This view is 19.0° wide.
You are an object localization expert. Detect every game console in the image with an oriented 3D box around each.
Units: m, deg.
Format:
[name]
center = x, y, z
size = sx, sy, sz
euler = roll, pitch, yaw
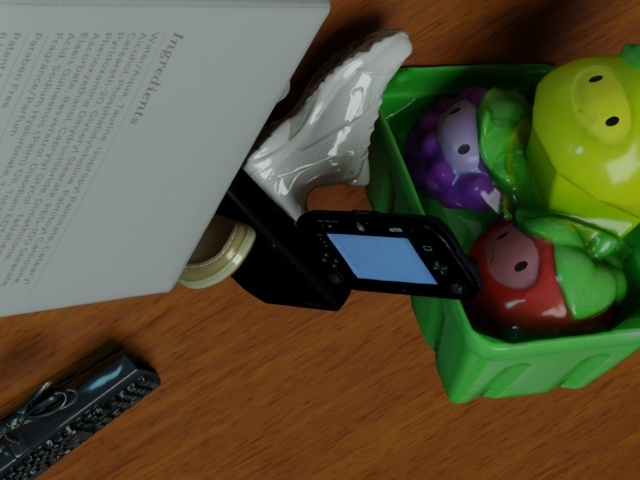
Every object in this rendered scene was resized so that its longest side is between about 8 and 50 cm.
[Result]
[game console]
center = 0.000, 0.000, 1.886
size = 0.213, 0.361, 0.044
euler = 46, 62, -35

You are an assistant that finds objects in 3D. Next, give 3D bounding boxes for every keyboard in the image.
[keyboard]
center = -0.322, 0.229, 2.094
size = 0.317, 0.033, 0.201
euler = -37, 159, 5

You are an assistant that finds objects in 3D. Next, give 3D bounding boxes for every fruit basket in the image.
[fruit basket]
center = 0.230, -0.060, 1.941
size = 0.283, 0.392, 0.392
euler = -5, 129, -23

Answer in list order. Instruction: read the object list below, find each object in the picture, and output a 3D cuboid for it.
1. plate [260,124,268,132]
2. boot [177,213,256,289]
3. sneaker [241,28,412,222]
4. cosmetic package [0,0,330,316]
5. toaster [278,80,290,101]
[plate]
center = -0.106, -0.052, 2.020
size = 0.188, 0.024, 0.188
euler = -14, 131, -16
[boot]
center = -0.172, -0.032, 1.872
size = 0.165, 0.213, 0.077
euler = 44, 70, -30
[sneaker]
center = 0.022, -0.114, 1.949
size = 0.115, 0.090, 0.232
euler = 43, 96, -11
[cosmetic package]
center = -0.278, -0.158, 1.549
size = 0.394, 0.329, 0.327
euler = -7, 134, -51
[toaster]
center = -0.129, -0.193, 1.829
size = 0.168, 0.110, 0.185
euler = -19, 134, -10
